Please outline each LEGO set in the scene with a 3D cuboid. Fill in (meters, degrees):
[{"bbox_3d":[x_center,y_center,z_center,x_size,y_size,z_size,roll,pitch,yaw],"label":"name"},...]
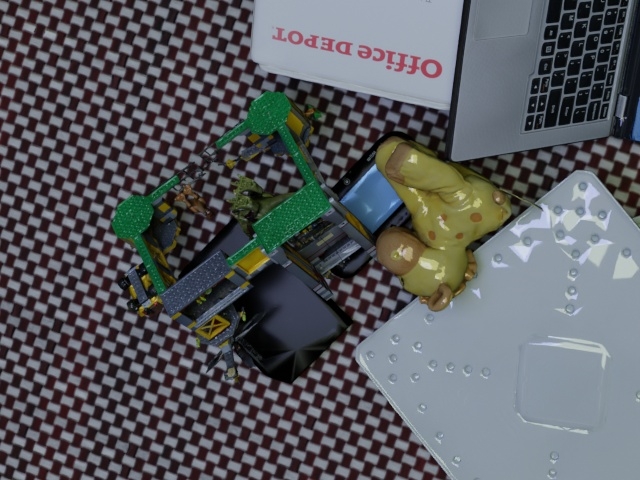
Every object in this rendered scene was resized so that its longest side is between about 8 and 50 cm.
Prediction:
[{"bbox_3d":[-0.079,-0.005,1.570,0.331,0.192,0.255,-43,55,5],"label":"LEGO set"}]

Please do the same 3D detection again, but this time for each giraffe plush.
[{"bbox_3d":[0.139,-0.010,1.512,0.210,0.181,0.171,29,99,15],"label":"giraffe plush"}]

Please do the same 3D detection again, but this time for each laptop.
[{"bbox_3d":[0.387,-0.250,1.388,0.407,0.236,0.382,-11,120,-28],"label":"laptop"}]

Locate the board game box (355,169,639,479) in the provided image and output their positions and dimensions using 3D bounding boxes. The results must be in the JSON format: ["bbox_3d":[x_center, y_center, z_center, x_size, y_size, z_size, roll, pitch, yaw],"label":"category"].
[{"bbox_3d":[0.305,0.174,1.558,0.390,0.050,0.390,-40,86,19],"label":"board game box"}]

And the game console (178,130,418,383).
[{"bbox_3d":[0.000,0.000,1.636,0.213,0.044,0.361,45,97,4],"label":"game console"}]

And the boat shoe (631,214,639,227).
[{"bbox_3d":[0.496,-0.004,1.540,0.302,0.091,0.114,-4,107,19],"label":"boat shoe"}]

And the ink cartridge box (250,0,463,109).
[{"bbox_3d":[0.082,-0.381,1.474,0.279,0.160,0.385,15,117,15],"label":"ink cartridge box"}]
